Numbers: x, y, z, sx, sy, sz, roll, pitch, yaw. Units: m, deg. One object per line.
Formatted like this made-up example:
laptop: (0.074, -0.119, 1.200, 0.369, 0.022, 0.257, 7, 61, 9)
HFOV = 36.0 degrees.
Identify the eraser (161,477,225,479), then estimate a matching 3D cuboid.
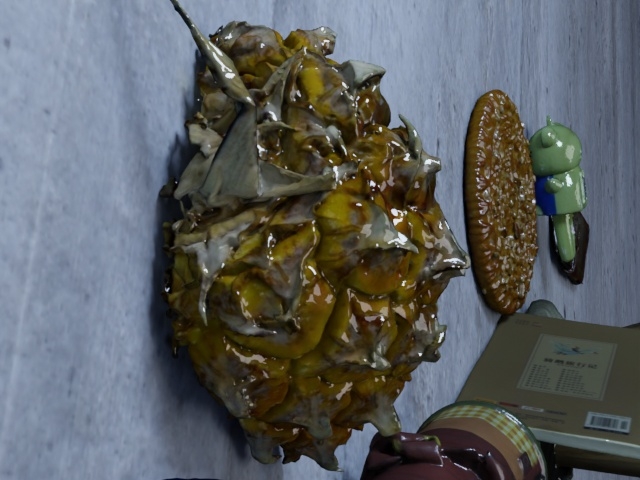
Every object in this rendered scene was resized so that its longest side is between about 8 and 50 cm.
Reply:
eraser: (-0.016, 0.282, 0.603, 0.332, 0.101, 0.155, 58, 39, -46)

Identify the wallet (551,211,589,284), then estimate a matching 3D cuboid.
wallet: (0.446, 0.000, 1.754, 0.255, 0.031, 0.137, 29, 61, -62)

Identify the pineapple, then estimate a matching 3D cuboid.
pineapple: (-0.002, 0.001, 0.599, 0.158, 0.161, 0.335, -11, 100, -64)

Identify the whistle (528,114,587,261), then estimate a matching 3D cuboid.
whistle: (0.366, -0.080, 1.520, 0.105, 0.085, 0.227, -29, 112, -63)

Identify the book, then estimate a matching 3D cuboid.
book: (0.294, 0.160, 1.169, 0.310, 0.216, 0.021, -38, 131, -62)

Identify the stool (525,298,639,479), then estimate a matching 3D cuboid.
stool: (0.384, 0.257, 1.352, 0.310, 0.226, 0.310, -44, 127, -62)

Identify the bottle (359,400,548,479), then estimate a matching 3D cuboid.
bottle: (0.100, 0.219, 0.823, 0.156, 0.143, 0.271, 54, 23, 11)

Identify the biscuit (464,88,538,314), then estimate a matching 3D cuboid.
biscuit: (0.247, -0.051, 1.306, 0.305, 0.038, 0.305, -3, 90, -66)
